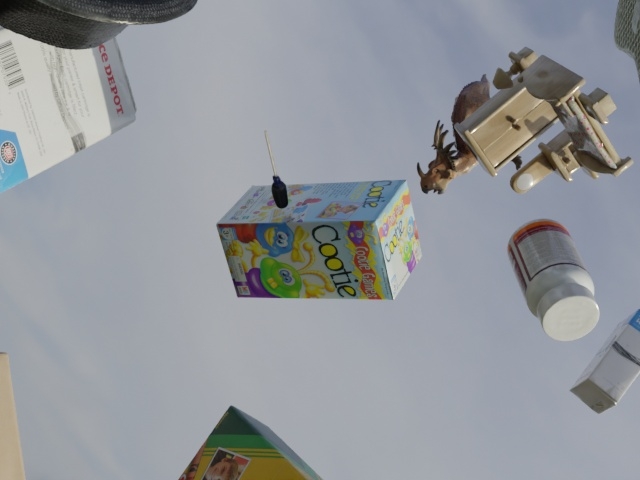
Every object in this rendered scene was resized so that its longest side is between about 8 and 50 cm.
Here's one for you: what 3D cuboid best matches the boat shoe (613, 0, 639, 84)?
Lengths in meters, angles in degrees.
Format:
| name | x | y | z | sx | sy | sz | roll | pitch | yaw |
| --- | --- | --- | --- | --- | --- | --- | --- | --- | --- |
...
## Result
| name | x | y | z | sx | sy | sz | roll | pitch | yaw |
| --- | --- | --- | --- | --- | --- | --- | --- | --- | --- |
| boat shoe | 0.523 | -0.282 | 1.689 | 0.500 | 0.156 | 0.187 | -78 | 177 | -69 |

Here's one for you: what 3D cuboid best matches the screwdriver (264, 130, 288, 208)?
| name | x | y | z | sx | sy | sz | roll | pitch | yaw |
| --- | --- | --- | --- | --- | --- | --- | --- | --- | --- |
| screwdriver | -0.071 | -0.103 | 1.812 | 0.024 | 0.025 | 0.170 | 23 | -27 | 24 |

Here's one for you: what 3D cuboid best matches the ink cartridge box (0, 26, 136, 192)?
| name | x | y | z | sx | sy | sz | roll | pitch | yaw |
| --- | --- | --- | --- | --- | --- | --- | --- | --- | --- |
| ink cartridge box | -0.452 | -0.231 | 1.849 | 0.129 | 0.307 | 0.223 | 6 | -61 | 38 |

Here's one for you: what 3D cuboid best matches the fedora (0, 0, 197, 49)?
| name | x | y | z | sx | sy | sz | roll | pitch | yaw |
| --- | --- | --- | --- | --- | --- | --- | --- | --- | --- |
| fedora | -0.329 | -0.348 | 1.598 | 0.334 | 0.334 | 0.152 | 55 | -49 | 21 |

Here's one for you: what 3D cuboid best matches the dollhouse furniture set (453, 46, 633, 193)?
| name | x | y | z | sx | sy | sz | roll | pitch | yaw |
| --- | --- | --- | --- | --- | --- | --- | --- | --- | --- |
| dollhouse furniture set | 0.399 | -0.143 | 2.074 | 0.303 | 0.174 | 0.355 | 50 | 1 | -30 |

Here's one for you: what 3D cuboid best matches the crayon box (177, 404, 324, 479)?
| name | x | y | z | sx | sy | sz | roll | pitch | yaw |
| --- | --- | --- | --- | --- | --- | --- | --- | --- | --- |
| crayon box | -0.150 | 0.489 | 1.922 | 0.106 | 0.363 | 0.313 | 36 | -3 | -33 |

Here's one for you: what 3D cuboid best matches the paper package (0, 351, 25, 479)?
| name | x | y | z | sx | sy | sz | roll | pitch | yaw |
| --- | --- | --- | --- | --- | --- | --- | --- | --- | --- |
| paper package | -0.731 | 0.371 | 2.234 | 0.168 | 0.325 | 0.309 | -13 | -98 | 37 |

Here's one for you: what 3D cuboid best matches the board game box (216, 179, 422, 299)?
| name | x | y | z | sx | sy | sz | roll | pitch | yaw |
| --- | --- | --- | --- | --- | --- | --- | --- | --- | --- |
| board game box | 0.000 | 0.000 | 1.926 | 0.275 | 0.144 | 0.142 | -1 | -61 | 27 |

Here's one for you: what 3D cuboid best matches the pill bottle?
| name | x | y | z | sx | sy | sz | roll | pitch | yaw |
| --- | --- | --- | --- | --- | --- | --- | --- | --- | --- |
| pill bottle | 0.410 | 0.069 | 2.133 | 0.221 | 0.121 | 0.121 | -101 | 178 | -53 |

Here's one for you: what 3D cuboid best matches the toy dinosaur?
| name | x | y | z | sx | sy | sz | roll | pitch | yaw |
| --- | --- | --- | --- | --- | --- | --- | --- | --- | --- |
| toy dinosaur | 0.314 | -0.242 | 2.557 | 0.127 | 0.200 | 0.296 | 143 | -44 | -67 |

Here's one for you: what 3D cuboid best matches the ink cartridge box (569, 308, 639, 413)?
| name | x | y | z | sx | sy | sz | roll | pitch | yaw |
| --- | --- | --- | --- | --- | --- | --- | --- | --- | --- |
| ink cartridge box | 0.605 | 0.246 | 2.460 | 0.082 | 0.191 | 0.139 | 40 | -17 | 7 |
